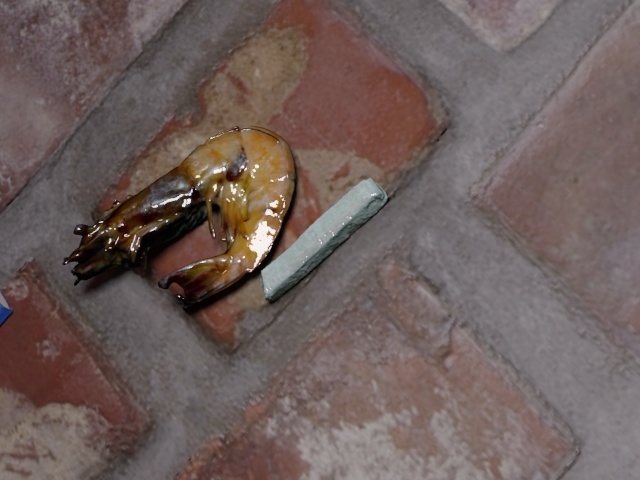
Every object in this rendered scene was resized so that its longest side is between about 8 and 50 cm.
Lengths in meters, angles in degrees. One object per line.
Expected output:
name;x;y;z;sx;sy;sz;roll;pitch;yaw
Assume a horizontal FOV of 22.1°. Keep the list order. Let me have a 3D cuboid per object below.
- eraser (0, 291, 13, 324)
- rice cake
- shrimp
eraser;-0.411;0.092;1.941;0.084;0.027;0.063;-46;49;6
rice cake;-0.001;0.000;1.714;0.171;0.029;0.033;-43;57;10
shrimp;-0.142;-0.004;1.792;0.289;0.075;0.178;-32;55;1
